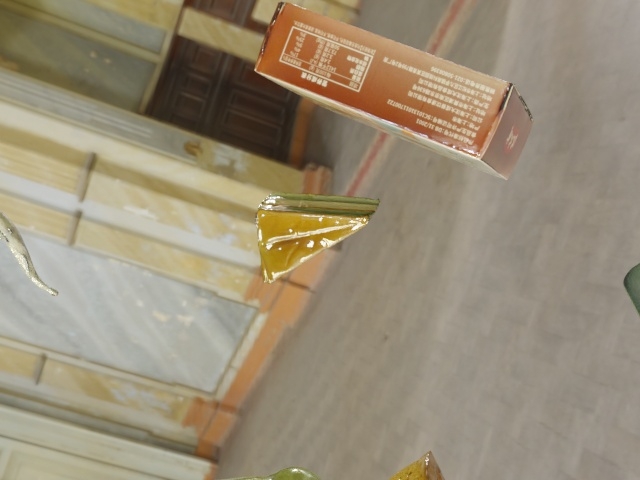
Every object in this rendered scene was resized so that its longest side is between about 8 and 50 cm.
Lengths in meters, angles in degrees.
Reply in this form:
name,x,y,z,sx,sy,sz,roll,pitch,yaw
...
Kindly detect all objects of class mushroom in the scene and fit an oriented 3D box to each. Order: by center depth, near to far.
name,x,y,z,sx,sy,sz,roll,pitch,yaw
mushroom,-0.464,-0.027,1.063,0.068,0.306,0.043,-46,24,30

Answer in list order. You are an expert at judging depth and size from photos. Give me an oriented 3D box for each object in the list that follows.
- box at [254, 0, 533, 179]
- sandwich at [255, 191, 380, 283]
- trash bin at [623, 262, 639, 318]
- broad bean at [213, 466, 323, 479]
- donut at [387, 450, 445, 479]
name,x,y,z,sx,sy,sz,roll,pitch,yaw
box,0.136,-0.236,1.350,0.122,0.385,0.344,-67,-18,7
sandwich,0.000,0.000,1.135,0.079,0.163,0.114,-60,-30,-61
trash bin,0.537,0.172,0.999,0.158,0.343,0.223,-33,18,19
broad bean,-0.109,0.438,1.276,0.291,0.238,0.119,-27,49,25
donut,0.194,0.507,1.385,0.277,0.108,0.278,-22,-90,-88
